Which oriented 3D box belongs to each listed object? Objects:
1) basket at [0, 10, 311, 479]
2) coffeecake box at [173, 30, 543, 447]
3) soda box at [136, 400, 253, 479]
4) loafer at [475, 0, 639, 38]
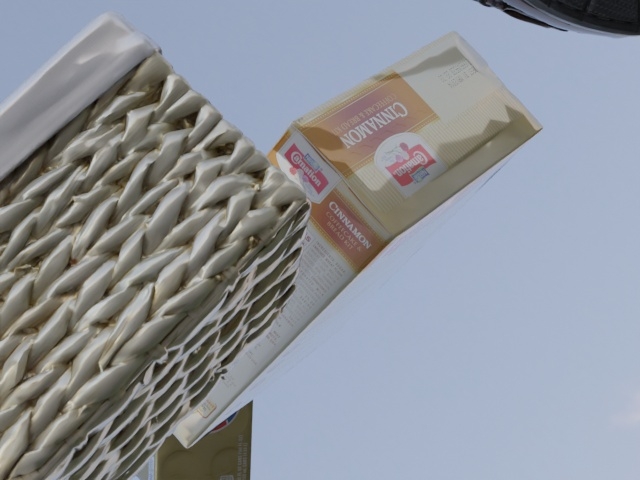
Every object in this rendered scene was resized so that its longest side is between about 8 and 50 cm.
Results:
[{"bbox_3d":[-0.090,0.024,0.521,0.167,0.103,0.113,-48,-13,-23],"label":"basket"},{"bbox_3d":[0.000,0.000,0.706,0.142,0.068,0.185,-34,-10,-49],"label":"coffeecake box"},{"bbox_3d":[-0.076,0.058,0.892,0.061,0.058,0.181,0,-83,-22],"label":"soda box"},{"bbox_3d":[0.112,-0.228,1.064,0.303,0.095,0.109,22,-101,-16],"label":"loafer"}]
